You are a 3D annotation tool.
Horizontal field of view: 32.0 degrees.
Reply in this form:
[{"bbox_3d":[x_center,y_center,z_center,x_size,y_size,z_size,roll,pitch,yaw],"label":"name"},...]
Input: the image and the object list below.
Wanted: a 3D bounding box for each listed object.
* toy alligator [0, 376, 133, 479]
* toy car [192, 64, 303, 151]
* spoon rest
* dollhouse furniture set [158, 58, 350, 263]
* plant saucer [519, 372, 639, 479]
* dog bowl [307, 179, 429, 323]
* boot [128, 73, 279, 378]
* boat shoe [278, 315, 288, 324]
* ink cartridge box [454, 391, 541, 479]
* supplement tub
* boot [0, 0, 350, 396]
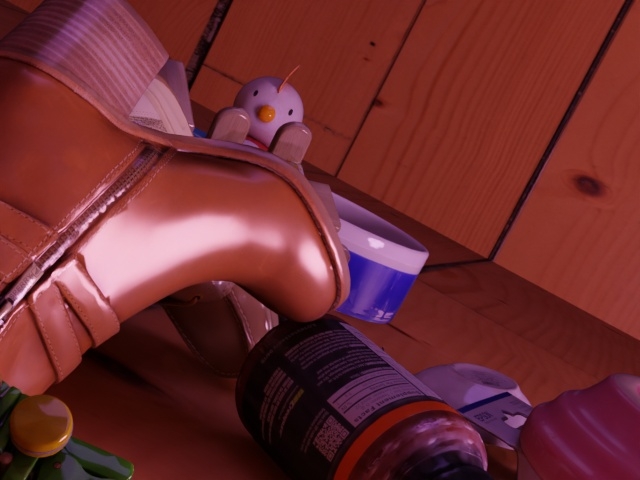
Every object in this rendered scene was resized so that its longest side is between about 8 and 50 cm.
[{"bbox_3d":[-0.133,0.109,0.524,0.190,0.056,0.051,29,50,6],"label":"toy alligator"},{"bbox_3d":[-0.097,-0.173,1.747,0.219,0.238,0.210,26,8,-4],"label":"toy car"},{"bbox_3d":[0.211,0.183,1.126,0.277,0.084,0.137,10,12,-18],"label":"spoon rest"},{"bbox_3d":[-0.087,-0.072,1.163,0.242,0.161,0.212,11,38,-23],"label":"dollhouse furniture set"},{"bbox_3d":[0.316,0.198,0.845,0.332,0.084,0.332,26,10,-5],"label":"plant saucer"},{"bbox_3d":[0.000,0.000,1.439,0.265,0.104,0.265,26,7,-4],"label":"dog bowl"},{"bbox_3d":[-0.134,0.032,0.776,0.095,0.261,0.203,-6,29,30],"label":"boot"},{"bbox_3d":[-0.104,0.016,1.034,0.228,0.080,0.076,45,26,2],"label":"boat shoe"},{"bbox_3d":[0.278,0.248,0.907,0.371,0.069,0.176,33,10,21],"label":"ink cartridge box"},{"bbox_3d":[0.033,0.131,0.709,0.106,0.106,0.198,20,11,-39],"label":"supplement tub"},{"bbox_3d":[-0.112,0.018,0.642,0.109,0.220,0.283,-1,-40,41],"label":"boot"}]
